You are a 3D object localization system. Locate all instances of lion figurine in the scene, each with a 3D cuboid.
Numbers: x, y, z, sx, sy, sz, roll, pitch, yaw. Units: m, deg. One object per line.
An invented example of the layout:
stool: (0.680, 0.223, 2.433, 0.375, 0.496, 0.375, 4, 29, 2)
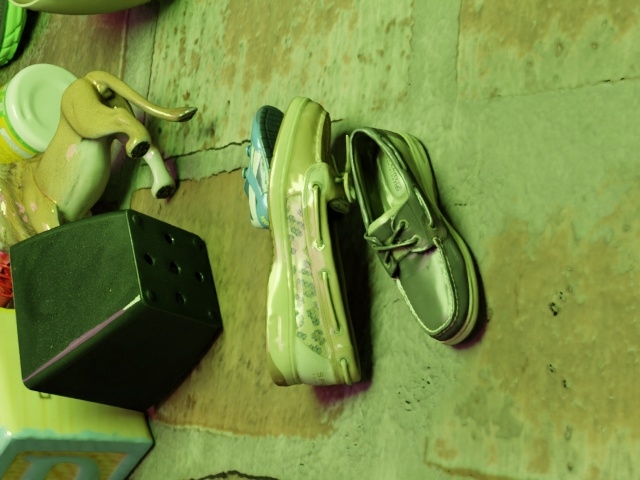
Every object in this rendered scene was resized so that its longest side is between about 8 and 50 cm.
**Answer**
lion figurine: (-0.320, -0.100, 1.335, 0.392, 0.142, 0.240, -47, 62, 24)

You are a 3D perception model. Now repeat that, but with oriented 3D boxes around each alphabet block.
alphabet block: (-0.353, 0.222, 1.274, 0.192, 0.193, 0.197, -50, 47, 28)

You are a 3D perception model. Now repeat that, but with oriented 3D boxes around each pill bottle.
pill bottle: (-0.453, -0.157, 1.529, 0.246, 0.136, 0.136, -22, 64, 45)

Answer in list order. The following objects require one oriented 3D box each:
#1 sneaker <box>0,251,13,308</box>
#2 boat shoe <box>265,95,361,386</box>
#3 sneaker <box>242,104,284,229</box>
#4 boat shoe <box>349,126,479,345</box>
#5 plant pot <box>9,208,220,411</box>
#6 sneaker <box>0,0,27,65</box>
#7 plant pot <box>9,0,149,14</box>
sneaker: (-0.447, 0.034, 1.489, 0.128, 0.087, 0.221, 7, 72, 47)
boat shoe: (0.000, 0.000, 1.002, 0.089, 0.104, 0.285, 0, 84, 12)
sneaker: (-0.059, -0.078, 1.112, 0.059, 0.053, 0.144, -26, 61, 46)
boat shoe: (0.073, -0.009, 0.920, 0.080, 0.073, 0.223, -40, 52, 37)
plant pot: (-0.225, 0.068, 1.184, 0.167, 0.187, 0.188, -32, 57, 25)
sneaker: (-0.648, -0.390, 1.766, 0.483, 0.202, 0.185, -20, 65, 46)
plant pot: (-0.271, -0.416, 1.339, 0.284, 0.191, 0.284, -16, 68, 48)
